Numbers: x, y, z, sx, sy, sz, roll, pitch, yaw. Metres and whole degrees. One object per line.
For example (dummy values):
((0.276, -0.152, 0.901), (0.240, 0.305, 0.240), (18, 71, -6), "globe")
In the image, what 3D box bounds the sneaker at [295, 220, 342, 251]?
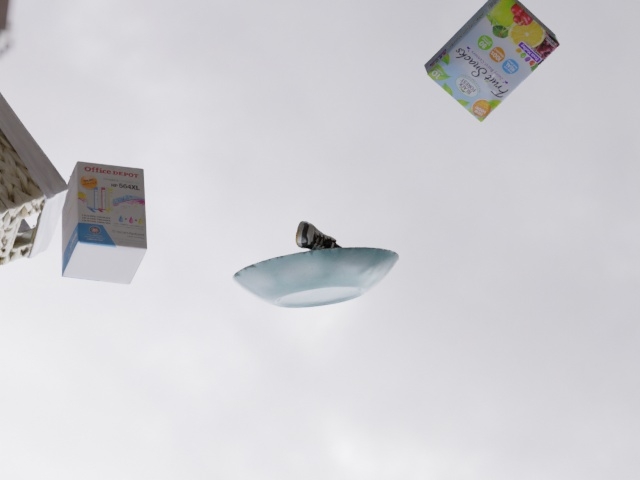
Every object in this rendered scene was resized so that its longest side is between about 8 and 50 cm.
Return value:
((0.000, 0.000, 2.023), (0.037, 0.032, 0.083), (10, 170, 25), "sneaker")

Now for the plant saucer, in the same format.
((-0.003, 0.048, 2.089), (0.195, 0.195, 0.037), (-2, -105, -24), "plant saucer")

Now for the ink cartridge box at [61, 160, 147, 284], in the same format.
((-0.278, -0.030, 2.323), (0.092, 0.090, 0.143), (6, -124, -19), "ink cartridge box")

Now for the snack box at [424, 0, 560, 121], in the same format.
((0.214, -0.231, 2.267), (0.100, 0.141, 0.037), (40, -163, -20), "snack box")

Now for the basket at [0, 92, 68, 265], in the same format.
((-0.314, -0.060, 1.583), (0.103, 0.113, 0.167), (-28, -109, -33), "basket")
